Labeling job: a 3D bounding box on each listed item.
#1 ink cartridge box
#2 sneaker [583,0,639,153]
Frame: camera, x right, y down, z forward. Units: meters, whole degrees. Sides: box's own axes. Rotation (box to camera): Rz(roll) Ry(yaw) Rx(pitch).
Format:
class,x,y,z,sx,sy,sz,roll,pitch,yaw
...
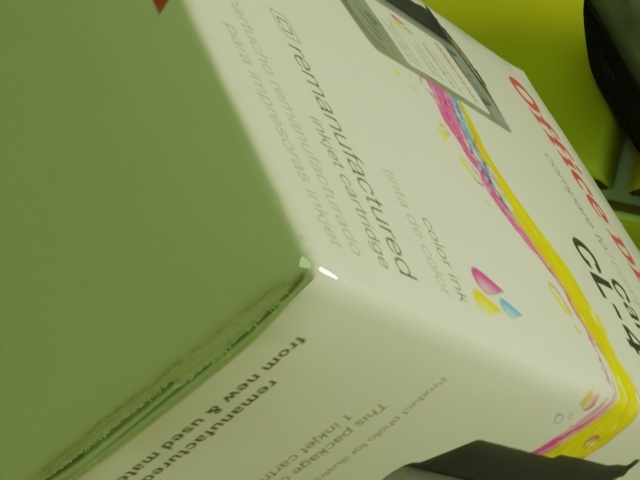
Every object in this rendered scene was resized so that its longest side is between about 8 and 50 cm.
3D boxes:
class,x,y,z,sx,sy,sz,roll,pitch,yaw
ink cartridge box,0.000,0.000,0.617,0.131,0.306,0.226,-40,56,20
sneaker,0.214,-0.046,0.777,0.130,0.087,0.227,-18,51,-1
